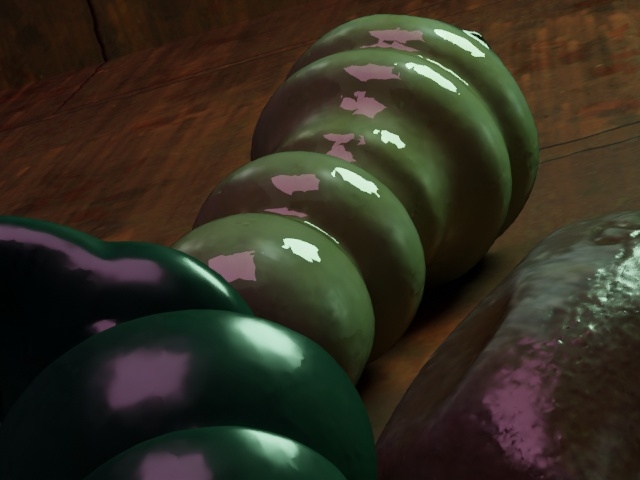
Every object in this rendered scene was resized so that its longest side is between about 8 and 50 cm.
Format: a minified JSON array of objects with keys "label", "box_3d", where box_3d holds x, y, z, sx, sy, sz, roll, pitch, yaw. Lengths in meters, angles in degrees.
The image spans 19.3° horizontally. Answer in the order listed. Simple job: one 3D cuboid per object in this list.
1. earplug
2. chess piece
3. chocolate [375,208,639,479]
[{"label":"earplug","box_3d":[-0.099,0.095,0.778,0.257,0.164,0.280,10,22,-26]},{"label":"chess piece","box_3d":[0.000,0.000,1.124,0.182,0.182,0.330,-9,22,28]},{"label":"chocolate","box_3d":[0.114,0.053,0.864,0.161,0.083,0.261,-9,27,41]}]
